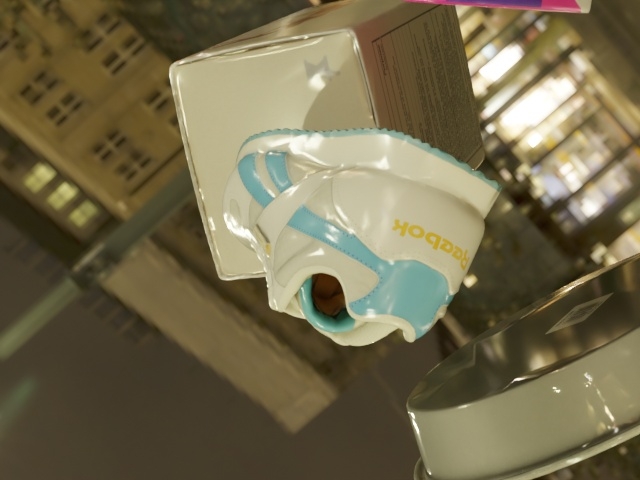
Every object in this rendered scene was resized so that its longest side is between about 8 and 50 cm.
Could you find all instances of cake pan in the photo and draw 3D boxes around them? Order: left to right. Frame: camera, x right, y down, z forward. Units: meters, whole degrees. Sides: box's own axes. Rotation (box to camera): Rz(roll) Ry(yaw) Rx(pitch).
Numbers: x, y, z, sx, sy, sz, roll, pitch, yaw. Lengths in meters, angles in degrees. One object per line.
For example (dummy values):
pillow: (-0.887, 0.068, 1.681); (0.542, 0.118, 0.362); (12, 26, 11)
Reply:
cake pan: (0.182, 0.074, 1.015); (0.054, 0.293, 0.293); (62, -171, -4)

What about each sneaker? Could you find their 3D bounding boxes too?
sneaker: (0.000, 0.000, 0.774); (0.087, 0.092, 0.229); (27, 169, -21)

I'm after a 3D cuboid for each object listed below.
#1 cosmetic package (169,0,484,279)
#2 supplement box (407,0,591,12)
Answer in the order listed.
cosmetic package: (0.017, -0.086, 1.061); (0.296, 0.129, 0.153); (-41, -59, -69)
supplement box: (0.100, -0.245, 0.857); (0.111, 0.220, 0.114); (2, -165, -5)
